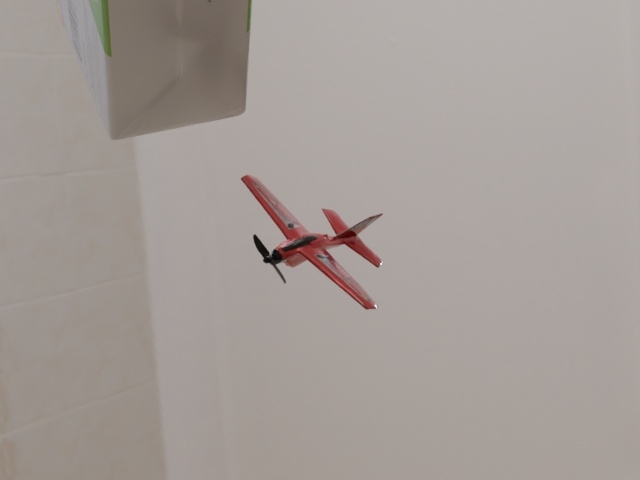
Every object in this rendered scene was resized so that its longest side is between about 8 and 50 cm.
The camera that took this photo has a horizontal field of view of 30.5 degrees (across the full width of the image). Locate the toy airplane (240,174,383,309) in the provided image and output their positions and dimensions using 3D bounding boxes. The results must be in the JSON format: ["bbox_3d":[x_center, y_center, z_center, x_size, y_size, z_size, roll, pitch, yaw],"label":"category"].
[{"bbox_3d":[0.000,0.000,0.921,0.151,0.151,0.028,45,-57,15],"label":"toy airplane"}]

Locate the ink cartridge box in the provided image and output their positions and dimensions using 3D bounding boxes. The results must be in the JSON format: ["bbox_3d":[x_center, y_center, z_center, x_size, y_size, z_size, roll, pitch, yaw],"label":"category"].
[{"bbox_3d":[-0.168,-0.279,0.947,0.207,0.119,0.353,99,-30,-51],"label":"ink cartridge box"}]
